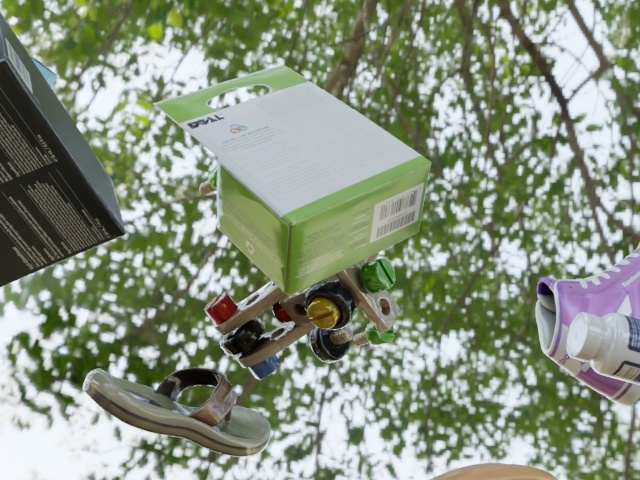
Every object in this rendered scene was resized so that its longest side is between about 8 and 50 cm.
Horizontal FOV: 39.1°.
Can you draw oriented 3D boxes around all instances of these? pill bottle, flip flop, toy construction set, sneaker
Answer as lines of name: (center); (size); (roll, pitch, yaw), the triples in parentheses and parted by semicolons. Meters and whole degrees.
pill bottle: (0.322, 0.113, 0.938); (0.120, 0.067, 0.067); (16, -32, -7)
flip flop: (-0.146, 0.179, 1.020); (0.112, 0.080, 0.277); (19, -9, 42)
toy construction set: (0.000, 0.000, 1.092); (0.257, 0.309, 0.237); (-18, -4, -44)
sneaker: (0.369, 0.055, 1.150); (0.161, 0.282, 0.102); (29, -36, 6)

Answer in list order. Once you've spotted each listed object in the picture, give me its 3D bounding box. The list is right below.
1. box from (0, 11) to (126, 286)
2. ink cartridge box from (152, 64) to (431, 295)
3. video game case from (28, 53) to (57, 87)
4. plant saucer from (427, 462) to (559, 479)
box: (-0.342, -0.080, 0.919); (0.184, 0.103, 0.261); (-24, -40, -2)
ink cartridge box: (-0.036, -0.080, 0.980); (0.255, 0.189, 0.097); (40, -39, 35)
video game case: (-0.501, -0.132, 1.216); (0.244, 0.269, 0.061); (12, -18, 42)
plant saucer: (0.112, 0.248, 0.739); (0.200, 0.037, 0.200); (-13, -49, -15)
